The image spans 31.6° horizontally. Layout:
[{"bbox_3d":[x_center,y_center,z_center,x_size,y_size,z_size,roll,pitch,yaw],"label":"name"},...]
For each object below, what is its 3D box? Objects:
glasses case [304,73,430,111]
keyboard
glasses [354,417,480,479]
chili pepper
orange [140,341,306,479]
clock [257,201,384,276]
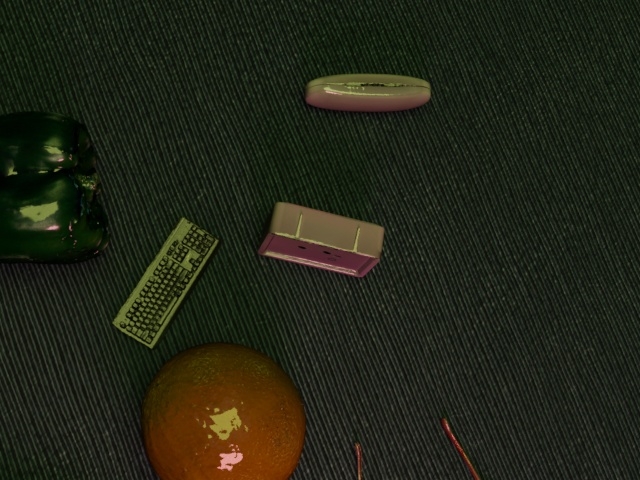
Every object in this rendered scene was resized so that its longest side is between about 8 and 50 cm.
[{"bbox_3d":[0.087,-0.270,2.070,0.233,0.092,0.059,-2,80,-10],"label":"glasses case"},{"bbox_3d":[-0.265,0.071,1.956,0.093,0.025,0.230,32,73,-6],"label":"keyboard"},{"bbox_3d":[0.184,0.462,1.953,0.234,0.118,0.268,-14,61,-12],"label":"glasses"},{"bbox_3d":[-0.481,-0.067,1.849,0.256,0.233,0.249,-5,62,-4],"label":"chili pepper"},{"bbox_3d":[-0.153,0.295,1.804,0.274,0.274,0.274,2,77,-11],"label":"orange"},{"bbox_3d":[0.000,0.000,1.960,0.197,0.150,0.063,13,73,-8],"label":"clock"}]
